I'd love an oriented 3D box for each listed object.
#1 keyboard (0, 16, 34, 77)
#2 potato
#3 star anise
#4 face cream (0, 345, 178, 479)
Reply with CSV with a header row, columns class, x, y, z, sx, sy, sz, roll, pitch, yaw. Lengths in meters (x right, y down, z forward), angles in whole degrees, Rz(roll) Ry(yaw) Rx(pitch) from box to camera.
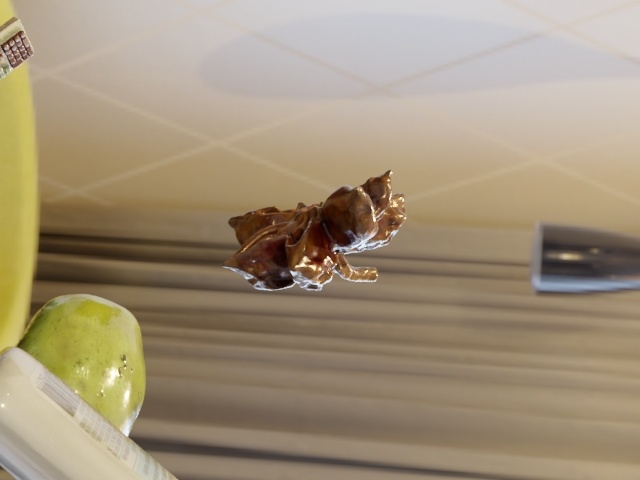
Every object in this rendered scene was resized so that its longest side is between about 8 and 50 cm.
class,x,y,z,sx,sy,sz,roll,pitch,yaw
keyboard,-0.358,-0.157,1.157,0.166,0.017,0.055,-42,149,-18
potato,-0.375,0.214,1.774,0.304,0.216,0.215,-97,-175,-51
star anise,0.000,-0.004,1.206,0.196,0.212,0.111,136,-57,-83
face cream,-0.167,0.227,1.008,0.080,0.337,0.163,-48,-170,-4
